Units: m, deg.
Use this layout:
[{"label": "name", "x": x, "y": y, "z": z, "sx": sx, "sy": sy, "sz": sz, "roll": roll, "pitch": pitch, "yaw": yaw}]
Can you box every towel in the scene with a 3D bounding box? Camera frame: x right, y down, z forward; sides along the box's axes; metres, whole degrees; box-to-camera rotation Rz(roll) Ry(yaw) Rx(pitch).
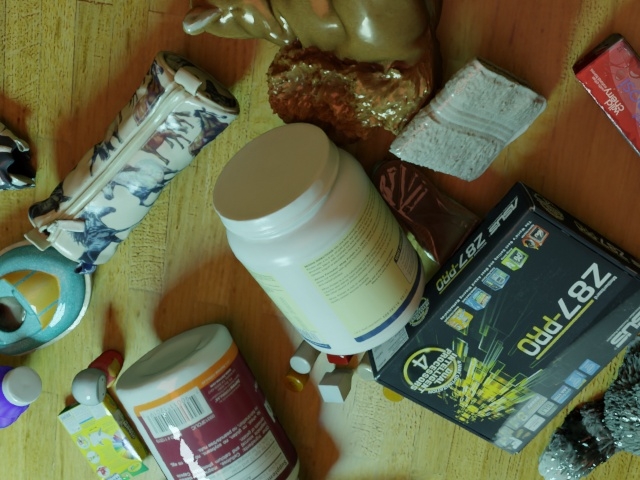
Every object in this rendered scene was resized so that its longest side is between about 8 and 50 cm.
[{"label": "towel", "x": 0.232, "y": -0.174, "z": 1.580, "sx": 0.187, "sy": 0.282, "sz": 0.049, "roll": -47, "pitch": 65, "yaw": 21}]

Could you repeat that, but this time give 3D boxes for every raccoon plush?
[{"label": "raccoon plush", "x": 0.550, "y": 0.330, "z": 1.672, "sx": 0.216, "sy": 0.299, "sz": 0.446, "roll": 33, "pitch": 112, "yaw": -2}]

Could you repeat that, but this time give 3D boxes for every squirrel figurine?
[{"label": "squirrel figurine", "x": -0.013, "y": -0.321, "z": 1.571, "sx": 0.370, "sy": 0.281, "sz": 0.397, "roll": -4, "pitch": 106, "yaw": 19}]

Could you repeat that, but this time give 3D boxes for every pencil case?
[{"label": "pencil case", "x": -0.309, "y": -0.132, "z": 1.733, "sx": 0.160, "sy": 0.183, "sz": 0.410, "roll": 43, "pitch": 110, "yaw": -5}]

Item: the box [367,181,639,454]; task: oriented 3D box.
[{"label": "box", "x": 0.318, "y": 0.138, "z": 1.713, "sx": 0.318, "sy": 0.097, "sz": 0.395, "roll": 30, "pitch": 113, "yaw": -24}]

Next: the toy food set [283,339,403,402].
[{"label": "toy food set", "x": 0.048, "y": 0.209, "z": 1.850, "sx": 0.232, "sy": 0.104, "sz": 0.111, "roll": -2, "pitch": 123, "yaw": 30}]

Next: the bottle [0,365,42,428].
[{"label": "bottle", "x": -0.602, "y": 0.290, "z": 1.923, "sx": 0.282, "sy": 0.092, "sz": 0.118, "roll": -22, "pitch": 117, "yaw": 45}]

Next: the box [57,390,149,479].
[{"label": "box", "x": -0.408, "y": 0.379, "z": 2.005, "sx": 0.105, "sy": 0.043, "sz": 0.179, "roll": -27, "pitch": 100, "yaw": 18}]

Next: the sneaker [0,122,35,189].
[{"label": "sneaker", "x": -0.578, "y": -0.094, "z": 1.841, "sx": 0.153, "sy": 0.094, "sz": 0.235, "roll": 26, "pitch": 102, "yaw": 10}]

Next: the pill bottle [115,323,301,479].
[{"label": "pill bottle", "x": -0.174, "y": 0.365, "z": 1.859, "sx": 0.224, "sy": 0.224, "sz": 0.392, "roll": -23, "pitch": 104, "yaw": 17}]

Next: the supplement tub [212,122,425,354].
[{"label": "supplement tub", "x": 0.000, "y": 0.000, "z": 1.639, "sx": 0.235, "sy": 0.235, "sz": 0.325, "roll": -22, "pitch": 130, "yaw": 17}]

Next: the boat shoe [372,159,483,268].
[{"label": "boat shoe", "x": 0.198, "y": -0.030, "z": 1.735, "sx": 0.104, "sy": 0.089, "sz": 0.285, "roll": -42, "pitch": 101, "yaw": 5}]

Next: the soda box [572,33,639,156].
[{"label": "soda box", "x": 0.503, "y": -0.189, "z": 1.615, "sx": 0.092, "sy": 0.083, "sz": 0.263, "roll": -39, "pitch": 98, "yaw": 19}]

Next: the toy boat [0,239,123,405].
[{"label": "toy boat", "x": -0.480, "y": 0.151, "z": 1.881, "sx": 0.267, "sy": 0.148, "sz": 0.318, "roll": -39, "pitch": 98, "yaw": 20}]
